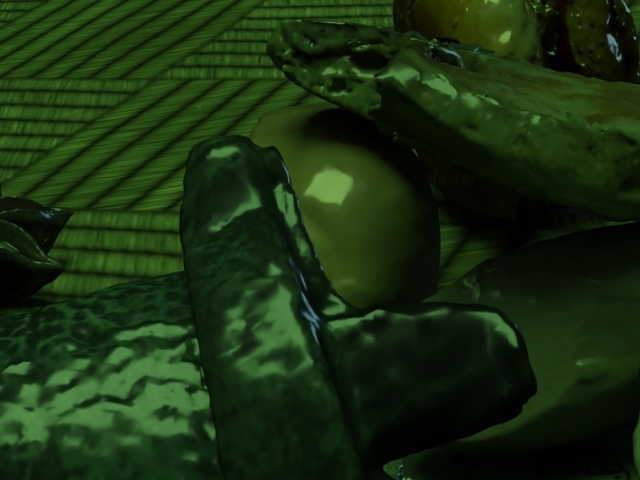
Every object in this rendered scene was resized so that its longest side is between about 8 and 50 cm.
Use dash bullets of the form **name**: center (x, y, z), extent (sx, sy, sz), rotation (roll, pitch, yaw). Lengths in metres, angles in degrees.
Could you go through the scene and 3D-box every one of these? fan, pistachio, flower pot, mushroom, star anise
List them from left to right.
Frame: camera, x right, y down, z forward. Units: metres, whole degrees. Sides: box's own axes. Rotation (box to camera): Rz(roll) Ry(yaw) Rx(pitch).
- **star anise**: center (-0.292, 0.009, 1.419), extent (0.197, 0.073, 0.212), rotation (-23, 29, -21)
- **flower pot**: center (-0.048, 0.106, 0.818), extent (0.283, 0.299, 0.299), rotation (-15, 23, -2)
- **pistachio**: center (0.000, 0.000, 1.227), extent (0.188, 0.187, 0.299), rotation (-8, 18, 3)
- **fan**: center (0.071, 0.145, 1.042), extent (0.415, 0.012, 0.233), rotation (1, 22, 16)
- **mushroom**: center (0.206, 0.049, 1.066), extent (0.350, 0.128, 0.128), rotation (-9, 22, -14)

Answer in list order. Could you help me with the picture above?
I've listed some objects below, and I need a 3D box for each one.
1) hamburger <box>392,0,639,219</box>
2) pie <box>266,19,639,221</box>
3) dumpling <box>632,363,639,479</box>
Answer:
- **hamburger**: center (0.148, -0.136, 1.401), extent (0.163, 0.244, 0.244), rotation (-19, 25, -14)
- **pie**: center (0.131, -0.078, 1.111), extent (0.338, 0.075, 0.337), rotation (14, 11, -3)
- **dumpling**: center (0.308, 0.038, 0.946), extent (0.243, 0.318, 0.187), rotation (30, 11, -25)
